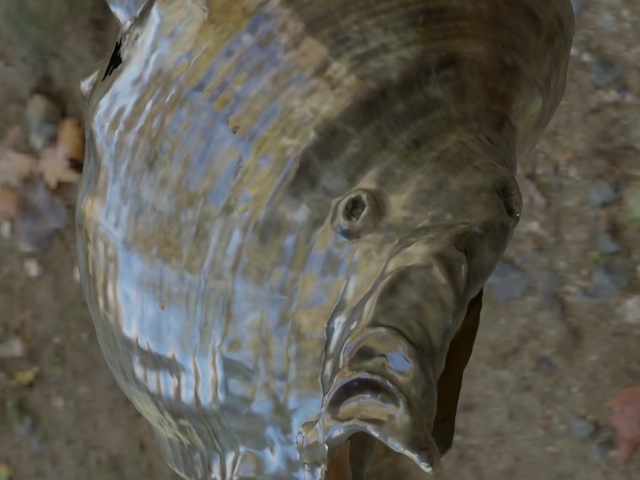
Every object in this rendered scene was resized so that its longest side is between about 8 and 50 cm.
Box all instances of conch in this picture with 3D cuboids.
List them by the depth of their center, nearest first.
[{"bbox_3d":[-0.017,-0.004,0.781,0.210,0.352,0.297,13,127,10],"label":"conch"}]
